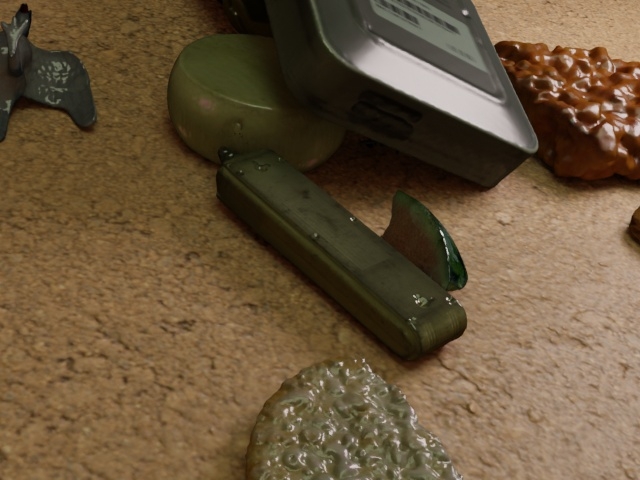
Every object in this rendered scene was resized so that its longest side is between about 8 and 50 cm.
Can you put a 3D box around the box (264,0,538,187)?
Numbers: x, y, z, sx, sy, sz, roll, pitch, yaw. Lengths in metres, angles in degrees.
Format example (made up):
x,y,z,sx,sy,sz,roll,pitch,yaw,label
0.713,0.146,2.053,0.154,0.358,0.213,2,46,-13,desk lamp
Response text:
x,y,z,sx,sy,sz,roll,pitch,yaw,label
0.100,-0.287,1.311,0.396,0.111,0.397,18,43,-36,box

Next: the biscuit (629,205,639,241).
x,y,z,sx,sy,sz,roll,pitch,yaw,label
0.523,0.020,1.246,0.262,0.052,0.277,-8,40,-30,biscuit

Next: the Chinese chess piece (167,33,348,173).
x,y,z,sx,sy,sz,roll,pitch,yaw,label
-0.081,-0.187,1.277,0.250,0.101,0.250,10,34,-7,Chinese chess piece

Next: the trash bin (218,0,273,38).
x,y,z,sx,sy,sz,roll,pitch,yaw,label
-0.078,-0.436,1.542,0.214,0.214,0.334,-5,35,-26,trash bin

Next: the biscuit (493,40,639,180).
x,y,z,sx,sy,sz,roll,pitch,yaw,label
0.435,-0.206,1.489,0.312,0.110,0.318,-2,37,-24,biscuit

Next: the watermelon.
x,y,z,sx,sy,sz,roll,pitch,yaw,label
0.131,0.018,1.095,0.101,0.080,0.155,40,-2,-28,watermelon

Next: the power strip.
x,y,z,sx,sy,sz,roll,pitch,yaw,label
0.000,0.000,1.079,0.092,0.066,0.387,-21,50,-38,power strip

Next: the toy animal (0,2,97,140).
x,y,z,sx,sy,sz,roll,pitch,yaw,label
-0.402,-0.221,1.237,0.239,0.176,0.255,7,69,-4,toy animal

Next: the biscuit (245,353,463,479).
x,y,z,sx,sy,sz,roll,pitch,yaw,label
0.029,0.196,0.824,0.188,0.040,0.265,14,35,1,biscuit

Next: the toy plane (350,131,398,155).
x,y,z,sx,sy,sz,roll,pitch,yaw,label
0.087,-0.146,1.342,0.083,0.031,0.078,27,36,19,toy plane
